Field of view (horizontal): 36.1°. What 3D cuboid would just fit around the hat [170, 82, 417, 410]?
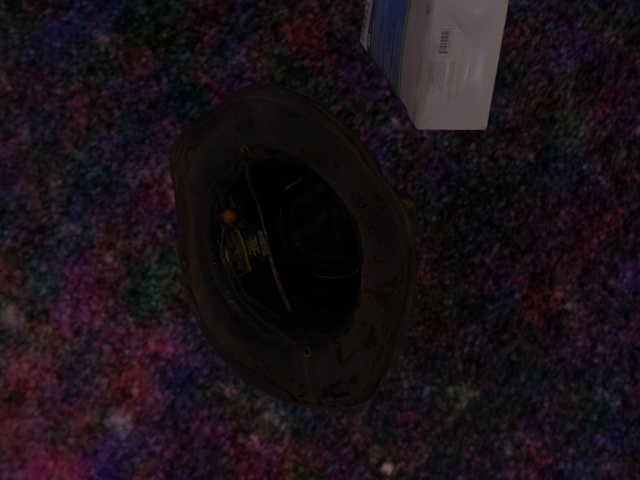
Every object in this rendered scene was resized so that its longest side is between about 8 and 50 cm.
[{"bbox_3d":[0.000,0.000,0.914,0.331,0.134,0.331,21,119,44],"label":"hat"}]

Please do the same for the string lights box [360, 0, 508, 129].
[{"bbox_3d":[0.108,-0.228,1.027,0.076,0.260,0.133,-1,120,-11],"label":"string lights box"}]
